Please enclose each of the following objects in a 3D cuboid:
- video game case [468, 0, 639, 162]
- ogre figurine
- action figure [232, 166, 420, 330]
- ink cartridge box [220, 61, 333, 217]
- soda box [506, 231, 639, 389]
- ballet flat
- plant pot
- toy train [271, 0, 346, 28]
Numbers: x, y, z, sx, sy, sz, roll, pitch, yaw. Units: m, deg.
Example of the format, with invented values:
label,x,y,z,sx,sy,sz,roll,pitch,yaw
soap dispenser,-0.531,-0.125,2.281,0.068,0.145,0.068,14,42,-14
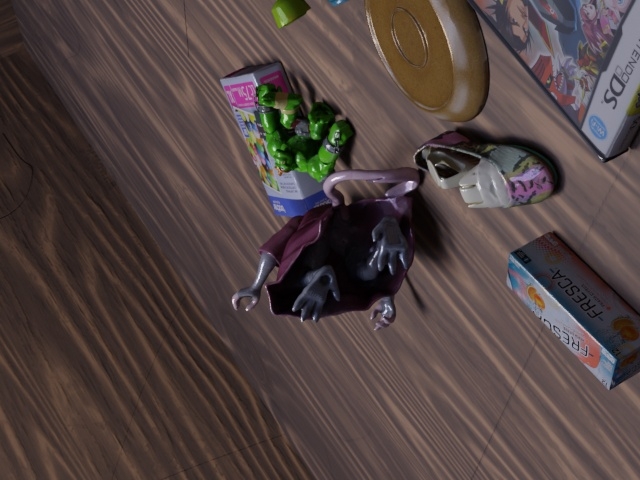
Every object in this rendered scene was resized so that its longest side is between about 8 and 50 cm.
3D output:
label,x,y,z,sx,sy,sz,roll,pitch,yaw
video game case,0.220,-0.242,1.054,0.274,0.035,0.248,55,161,23
ogre figurine,-0.028,-0.160,1.780,0.197,0.097,0.118,16,126,22
action figure,0.000,0.000,1.721,0.370,0.248,0.275,-117,30,-77
ink cartridge box,-0.063,-0.143,1.951,0.311,0.065,0.186,66,163,-13
soda box,0.285,0.075,1.274,0.183,0.063,0.058,50,157,36
ballet flat,0.179,-0.076,1.331,0.221,0.079,0.076,30,142,59
plant pot,0.114,-0.242,1.358,0.236,0.032,0.236,53,159,30
toy train,-0.066,-0.320,1.406,0.143,0.248,0.105,62,163,-10
